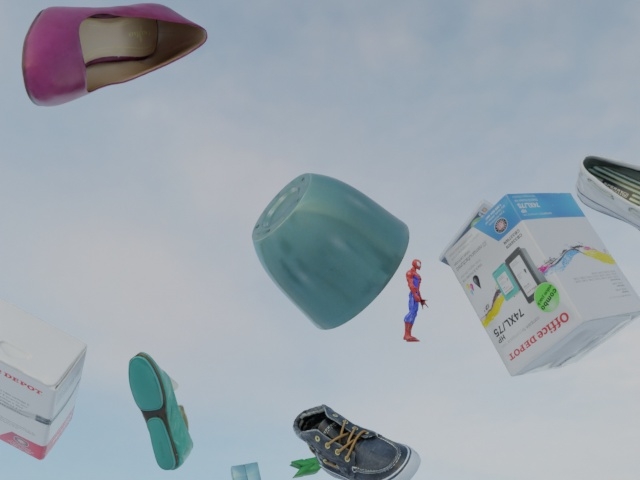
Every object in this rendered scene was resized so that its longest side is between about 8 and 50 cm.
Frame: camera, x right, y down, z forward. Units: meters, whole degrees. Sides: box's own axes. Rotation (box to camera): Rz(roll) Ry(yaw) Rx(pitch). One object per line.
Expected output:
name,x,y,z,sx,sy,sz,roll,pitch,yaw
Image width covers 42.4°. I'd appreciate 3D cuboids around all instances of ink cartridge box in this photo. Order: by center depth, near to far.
ink cartridge box,-0.479,0.222,1.308,0.172,0.100,0.237,28,-45,1
ink cartridge box,0.407,0.077,1.512,0.197,0.270,0.198,-3,-34,-38

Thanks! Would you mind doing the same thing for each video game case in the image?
video game case,0.403,0.015,1.951,0.173,0.022,0.190,28,-59,-9

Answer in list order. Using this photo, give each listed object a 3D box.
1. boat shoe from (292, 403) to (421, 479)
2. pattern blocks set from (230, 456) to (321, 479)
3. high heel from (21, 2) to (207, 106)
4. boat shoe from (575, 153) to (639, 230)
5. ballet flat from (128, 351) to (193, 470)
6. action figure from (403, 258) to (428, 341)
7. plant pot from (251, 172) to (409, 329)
boat shoe,0.033,0.237,0.946,0.083,0.065,0.183,49,-28,-15
pattern blocks set,-0.035,0.499,1.298,0.285,0.325,0.026,3,-38,-10
high heel,-0.282,-0.273,1.164,0.181,0.377,0.127,3,-61,3
boat shoe,0.430,-0.047,1.053,0.226,0.083,0.076,21,-19,31
ballet flat,-0.309,0.324,1.615,0.083,0.247,0.087,-10,10,27
action figure,0.131,0.082,1.149,0.030,0.115,0.038,-4,-15,22
plant pot,0.000,0.000,1.726,0.235,0.293,0.293,41,-49,-18
